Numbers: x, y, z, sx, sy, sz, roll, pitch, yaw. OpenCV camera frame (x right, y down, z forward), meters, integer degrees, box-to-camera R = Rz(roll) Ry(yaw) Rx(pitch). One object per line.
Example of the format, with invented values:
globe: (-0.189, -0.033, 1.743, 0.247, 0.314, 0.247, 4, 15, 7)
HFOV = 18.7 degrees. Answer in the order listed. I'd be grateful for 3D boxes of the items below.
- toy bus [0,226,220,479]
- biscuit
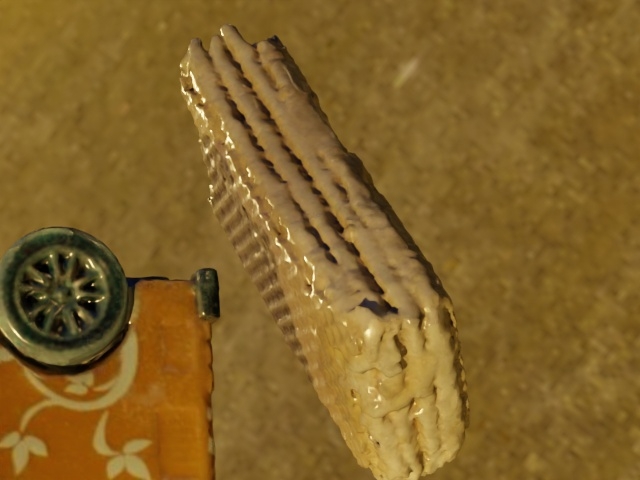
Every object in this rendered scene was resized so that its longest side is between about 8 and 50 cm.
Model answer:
toy bus: (-0.212, 0.103, 0.837, 0.162, 0.323, 0.194, 142, 126, -67)
biscuit: (0.000, 0.000, 0.926, 0.061, 0.108, 0.239, -21, 43, -11)
